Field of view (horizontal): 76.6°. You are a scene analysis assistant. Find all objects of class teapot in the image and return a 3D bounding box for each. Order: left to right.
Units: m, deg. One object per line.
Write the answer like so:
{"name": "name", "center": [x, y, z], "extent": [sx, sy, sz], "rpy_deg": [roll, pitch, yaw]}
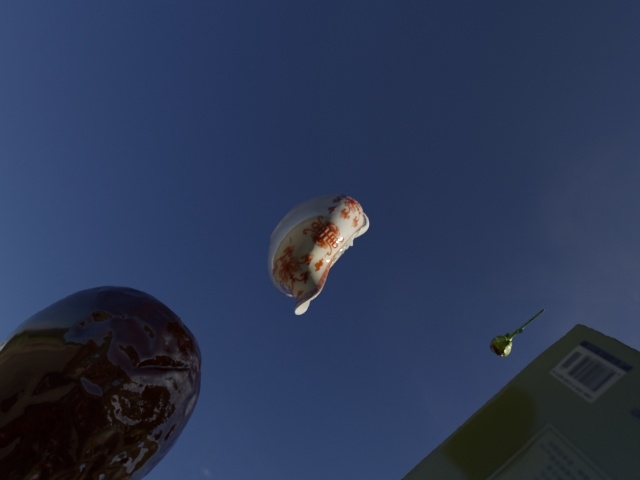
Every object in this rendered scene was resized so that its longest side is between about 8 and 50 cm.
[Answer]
{"name": "teapot", "center": [0.000, 0.000, 0.564], "extent": [0.116, 0.245, 0.159], "rpy_deg": [34, -46, 16]}

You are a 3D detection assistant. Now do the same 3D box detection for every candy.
{"name": "candy", "center": [0.366, 0.169, 0.748], "extent": [0.123, 0.035, 0.035], "rpy_deg": [-40, -135, 3]}

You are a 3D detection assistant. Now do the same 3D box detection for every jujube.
{"name": "jujube", "center": [-0.236, 0.160, 0.373], "extent": [0.189, 0.255, 0.190], "rpy_deg": [34, -30, 23]}

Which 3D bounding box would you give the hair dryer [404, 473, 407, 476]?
{"name": "hair dryer", "center": [0.279, 0.557, 0.920], "extent": [0.198, 0.167, 0.068], "rpy_deg": [-3, -113, 4]}

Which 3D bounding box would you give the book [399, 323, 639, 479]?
{"name": "book", "center": [0.155, 0.228, 0.303], "extent": [0.352, 0.239, 0.035], "rpy_deg": [-43, -74, 2]}
